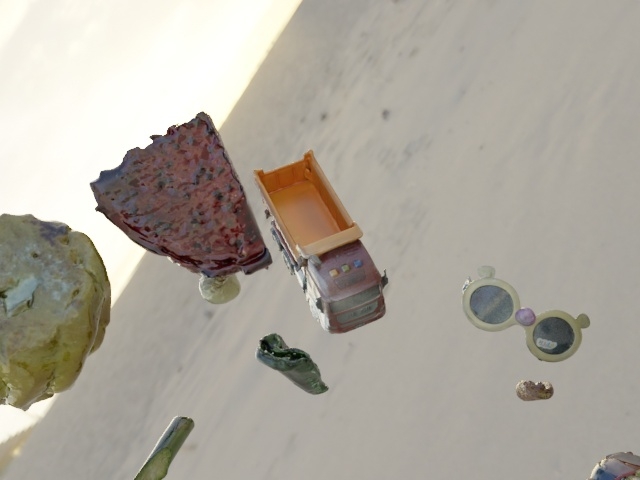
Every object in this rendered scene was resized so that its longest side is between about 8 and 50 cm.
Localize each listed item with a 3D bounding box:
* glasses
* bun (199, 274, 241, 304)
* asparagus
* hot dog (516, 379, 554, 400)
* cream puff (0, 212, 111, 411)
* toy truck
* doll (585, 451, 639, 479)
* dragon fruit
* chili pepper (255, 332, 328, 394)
[{"bbox_3d":[0.290,0.124,1.599,0.088,0.189,0.220,-63,0,-8],"label":"glasses"},{"bbox_3d":[-0.206,0.087,2.109,0.055,0.086,0.086,94,-158,-49],"label":"bun"},{"bbox_3d":[-0.269,0.366,1.766,0.178,0.045,0.041,-58,-24,-52],"label":"asparagus"},{"bbox_3d":[0.382,0.268,1.849,0.083,0.058,0.035,136,139,-75],"label":"hot dog"},{"bbox_3d":[-0.503,0.131,1.756,0.291,0.324,0.257,-19,-30,-21],"label":"cream puff"},{"bbox_3d":[0.000,0.000,1.500,0.114,0.270,0.135,-22,-39,-10],"label":"toy truck"},{"bbox_3d":[0.362,0.296,1.208,0.152,0.114,0.086,-7,-66,-87],"label":"doll"},{"bbox_3d":[-0.251,-0.042,2.020,0.286,0.329,0.228,-33,0,-7],"label":"dragon fruit"},{"bbox_3d":[-0.039,0.241,1.941,0.062,0.108,0.216,-55,-39,-7],"label":"chili pepper"}]
